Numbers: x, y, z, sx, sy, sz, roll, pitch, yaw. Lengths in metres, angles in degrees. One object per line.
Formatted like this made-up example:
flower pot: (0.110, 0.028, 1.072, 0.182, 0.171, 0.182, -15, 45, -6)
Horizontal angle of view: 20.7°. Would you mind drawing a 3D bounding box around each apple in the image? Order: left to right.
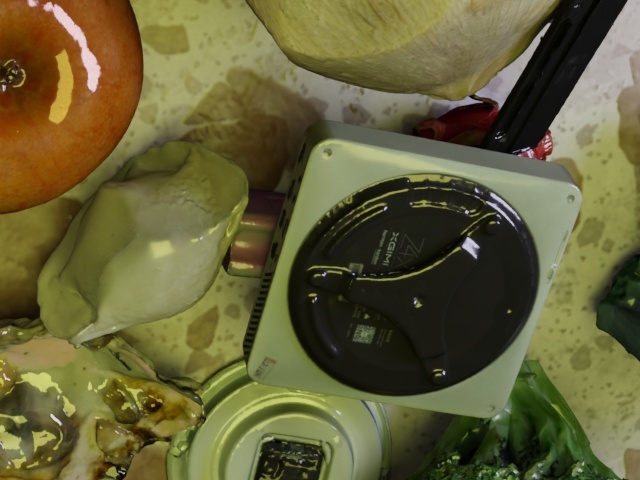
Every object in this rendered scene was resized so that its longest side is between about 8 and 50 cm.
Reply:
apple: (-0.294, -0.158, 1.491, 0.299, 0.275, 0.299, -4, 105, -17)

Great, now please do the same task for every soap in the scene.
soap: (0.000, 0.000, 1.682, 0.203, 0.122, 0.066, 6, 105, -16)

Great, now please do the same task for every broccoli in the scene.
broccoli: (0.184, 0.260, 1.743, 0.307, 0.308, 0.275, -7, 72, -11)

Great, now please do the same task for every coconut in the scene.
coconut: (0.067, -0.295, 1.492, 0.346, 0.346, 0.360, -16, 109, -8)

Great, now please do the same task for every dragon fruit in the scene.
dragon fruit: (0.153, -0.070, 1.691, 0.166, 0.133, 0.136, -18, 147, -20)

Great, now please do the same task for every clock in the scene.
clock: (-0.037, 0.227, 1.778, 0.236, 0.053, 0.236, -4, 106, -13)

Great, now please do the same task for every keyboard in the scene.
keyboard: (0.205, -0.148, 1.532, 0.087, 0.017, 0.250, -22, 156, -29)

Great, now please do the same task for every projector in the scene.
projector: (0.082, 0.035, 1.597, 0.259, 0.079, 0.257, 10, 116, -14)

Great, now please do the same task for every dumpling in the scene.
dumpling: (-0.166, -0.011, 1.618, 0.126, 0.166, 0.216, 6, 130, -39)

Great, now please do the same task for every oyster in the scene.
oyster: (-0.291, 0.148, 1.681, 0.354, 0.107, 0.201, 10, 124, -28)

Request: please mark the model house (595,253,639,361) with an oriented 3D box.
model house: (0.457, -0.020, 1.688, 0.251, 0.295, 0.329, 3, 108, -18)
